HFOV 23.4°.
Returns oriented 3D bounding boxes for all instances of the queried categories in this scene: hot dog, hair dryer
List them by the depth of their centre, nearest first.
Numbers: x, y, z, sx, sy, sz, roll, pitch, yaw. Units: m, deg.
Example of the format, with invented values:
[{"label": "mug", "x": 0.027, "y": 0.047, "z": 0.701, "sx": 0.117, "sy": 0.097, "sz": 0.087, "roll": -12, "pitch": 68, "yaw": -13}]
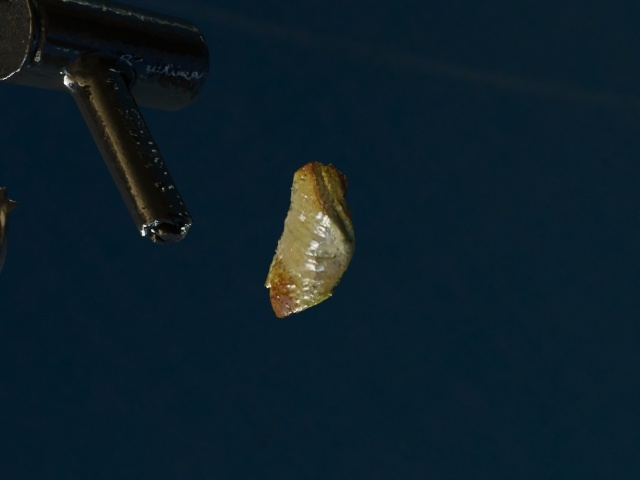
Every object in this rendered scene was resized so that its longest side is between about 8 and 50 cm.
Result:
[{"label": "hair dryer", "x": -0.165, "y": -0.099, "z": 1.281, "sx": 0.089, "sy": 0.197, "sz": 0.251, "roll": -44, "pitch": -124, "yaw": 33}, {"label": "hot dog", "x": 0.000, "y": -0.001, "z": 1.369, "sx": 0.078, "sy": 0.061, "sz": 0.169, "roll": 46, "pitch": -45, "yaw": 34}]

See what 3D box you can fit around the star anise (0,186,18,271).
[{"label": "star anise", "x": -0.397, "y": 0.077, "z": 1.460, "sx": 0.316, "sy": 0.139, "sz": 0.359, "roll": -68, "pitch": -166, "yaw": -7}]
